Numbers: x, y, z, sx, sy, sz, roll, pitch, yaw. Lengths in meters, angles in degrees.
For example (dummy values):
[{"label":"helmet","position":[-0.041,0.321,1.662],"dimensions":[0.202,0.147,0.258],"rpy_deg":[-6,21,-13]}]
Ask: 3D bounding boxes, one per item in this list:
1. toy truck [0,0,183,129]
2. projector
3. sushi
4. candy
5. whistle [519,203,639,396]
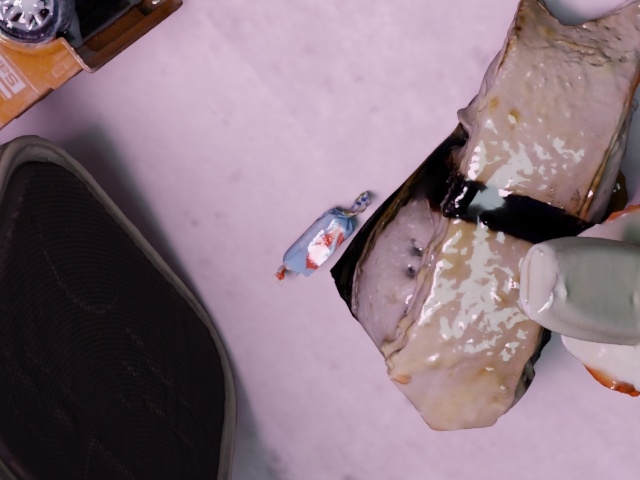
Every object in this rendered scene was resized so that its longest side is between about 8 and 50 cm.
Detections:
[{"label":"toy truck","position":[-0.237,-0.204,0.859],"dimensions":[0.162,0.136,0.305],"rpy_deg":[-33,101,32]},{"label":"projector","position":[-0.217,0.120,0.885],"dimensions":[0.249,0.249,0.248],"rpy_deg":[-22,129,20]},{"label":"sushi","position":[0.110,-0.017,0.848],"dimensions":[0.134,0.109,0.273],"rpy_deg":[35,114,1]},{"label":"candy","position":[0.000,0.001,0.926],"dimensions":[0.020,0.030,0.083],"rpy_deg":[43,110,-12]},{"label":"whistle","position":[0.189,0.034,0.798],"dimensions":[0.106,0.253,0.102],"rpy_deg":[-38,60,35]}]
